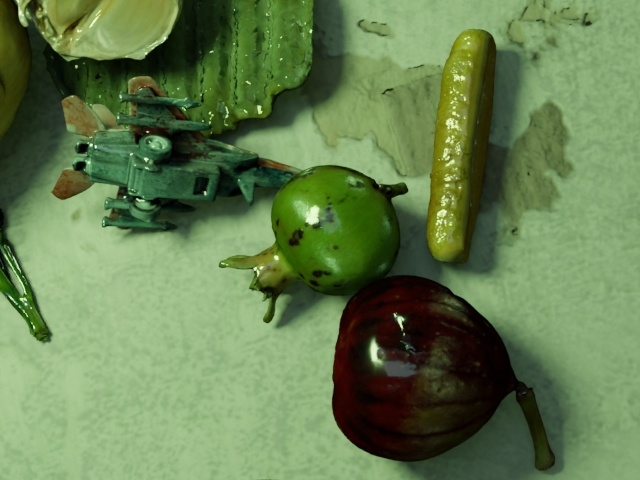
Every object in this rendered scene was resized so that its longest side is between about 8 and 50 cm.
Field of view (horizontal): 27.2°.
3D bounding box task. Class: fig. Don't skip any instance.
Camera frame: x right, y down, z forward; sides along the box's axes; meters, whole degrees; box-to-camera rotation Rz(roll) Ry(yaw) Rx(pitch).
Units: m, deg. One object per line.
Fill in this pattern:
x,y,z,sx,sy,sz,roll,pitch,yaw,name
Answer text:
0.138,0.139,1.432,0.250,0.186,0.203,3,56,2,fig

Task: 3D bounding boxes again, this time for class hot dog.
0.162,-0.111,1.546,0.061,0.088,0.285,4,72,16,hot dog

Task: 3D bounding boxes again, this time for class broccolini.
-0.385,0.034,1.601,0.074,0.058,0.201,-39,71,4,broccolini

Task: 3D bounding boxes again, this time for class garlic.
-0.276,-0.322,1.580,0.178,0.143,0.229,-43,114,14,garlic

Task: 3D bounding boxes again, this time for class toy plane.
-0.146,-0.082,1.556,0.326,0.223,0.104,12,37,-4,toy plane

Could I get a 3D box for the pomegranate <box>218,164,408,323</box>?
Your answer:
-0.005,0.003,1.521,0.220,0.156,0.156,-34,69,31,pomegranate

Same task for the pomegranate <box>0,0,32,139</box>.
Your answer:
-0.511,-0.210,1.555,0.333,0.332,0.332,-2,74,8,pomegranate

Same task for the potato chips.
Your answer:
-0.179,-0.309,1.663,0.359,0.070,0.429,-8,73,8,potato chips
